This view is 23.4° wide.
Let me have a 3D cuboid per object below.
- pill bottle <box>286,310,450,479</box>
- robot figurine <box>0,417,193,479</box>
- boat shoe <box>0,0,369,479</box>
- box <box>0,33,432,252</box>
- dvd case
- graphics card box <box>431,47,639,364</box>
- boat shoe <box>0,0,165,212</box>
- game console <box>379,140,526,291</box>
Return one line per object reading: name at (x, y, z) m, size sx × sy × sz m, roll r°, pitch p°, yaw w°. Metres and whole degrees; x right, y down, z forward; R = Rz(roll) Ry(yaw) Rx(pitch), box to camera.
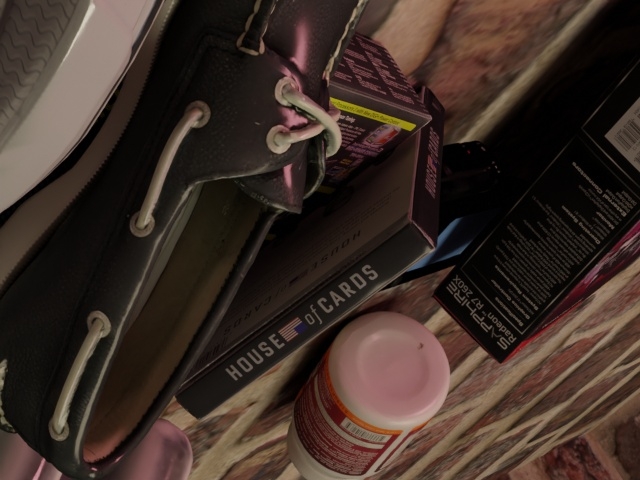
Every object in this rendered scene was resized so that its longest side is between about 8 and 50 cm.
pill bottle at (0.040, 0.167, 1.549) m, size 0.121 × 0.121 × 0.221 m, roll -23°, pitch 162°, yaw -27°
robot figurine at (-0.234, 0.157, 0.830) m, size 0.353 × 0.300 × 0.200 m, roll -20°, pitch -146°, yaw 37°
boat shoe at (-0.042, -0.035, 0.659) m, size 0.302 × 0.091 × 0.114 m, roll -57°, pitch 153°, yaw 12°
box at (-0.081, -0.043, 0.854) m, size 0.216 × 0.060 × 0.270 m, roll -38°, pitch 162°, yaw 19°
dvd case at (0.000, 0.000, 0.962) m, size 0.179 × 0.029 × 0.239 m, roll -37°, pitch -165°, yaw 19°
graphics card box at (0.265, -0.073, 1.223) m, size 0.233 × 0.094 × 0.371 m, roll -29°, pitch 161°, yaw -45°
boat shoe at (-0.047, -0.139, 0.456) m, size 0.119 × 0.121 × 0.335 m, roll -11°, pitch 139°, yaw -57°
game console at (0.079, -0.006, 1.207) m, size 0.213 × 0.044 × 0.361 m, roll -40°, pitch 168°, yaw 28°
